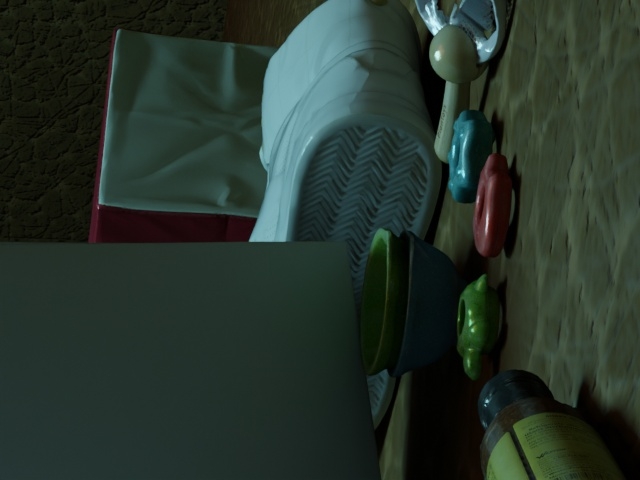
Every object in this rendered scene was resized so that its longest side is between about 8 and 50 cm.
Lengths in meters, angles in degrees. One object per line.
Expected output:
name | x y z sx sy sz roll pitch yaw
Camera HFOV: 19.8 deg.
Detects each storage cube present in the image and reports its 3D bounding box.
storage cube | -0.078 -0.021 1.356 0.193 0.183 0.215 104 170 -48

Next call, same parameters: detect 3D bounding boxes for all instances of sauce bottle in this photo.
sauce bottle | 0.073 0.073 0.574 0.128 0.042 0.042 -99 16 -73

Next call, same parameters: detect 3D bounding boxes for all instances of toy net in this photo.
toy net | 0.055 -0.054 0.817 0.122 0.045 0.232 140 135 -82

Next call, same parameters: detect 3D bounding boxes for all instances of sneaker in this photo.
sneaker | 0.000 0.000 1.053 0.169 0.108 0.293 -90 18 -52

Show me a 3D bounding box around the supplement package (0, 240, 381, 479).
supplement package | -0.088 0.142 0.855 0.145 0.204 0.262 -29 66 57
